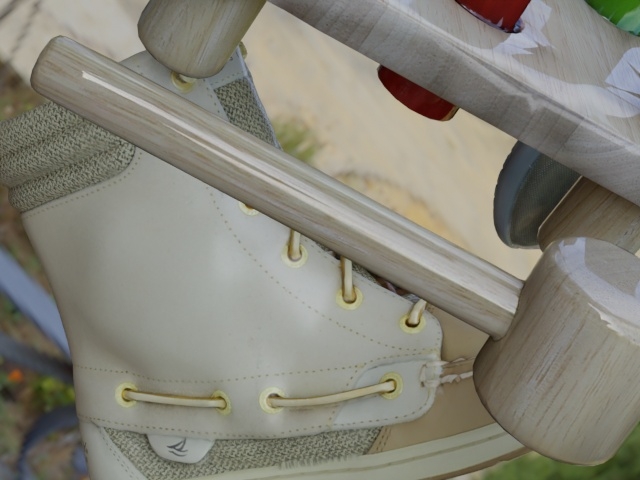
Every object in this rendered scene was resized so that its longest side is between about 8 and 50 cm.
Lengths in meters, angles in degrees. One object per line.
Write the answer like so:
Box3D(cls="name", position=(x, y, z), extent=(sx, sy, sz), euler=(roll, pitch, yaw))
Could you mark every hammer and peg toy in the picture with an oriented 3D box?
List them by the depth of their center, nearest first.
Box3D(cls="hammer and peg toy", position=(0.049, -0.099, 0.705), extent=(0.266, 0.127, 0.361), euler=(28, 29, -16))

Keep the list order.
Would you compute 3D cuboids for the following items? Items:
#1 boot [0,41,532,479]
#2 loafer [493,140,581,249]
Box3D(cls="boot", position=(0.000, 0.000, 0.748), extent=(0.095, 0.262, 0.203), euler=(-27, 100, -71))
Box3D(cls="loafer", position=(0.174, -0.070, 0.948), extent=(0.087, 0.251, 0.094), euler=(40, 43, 9))
